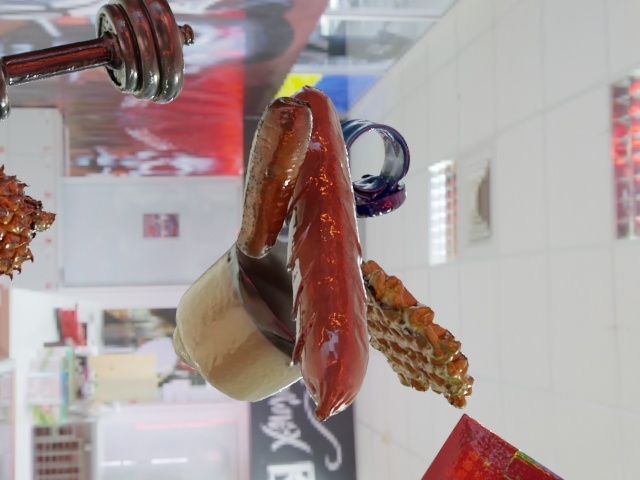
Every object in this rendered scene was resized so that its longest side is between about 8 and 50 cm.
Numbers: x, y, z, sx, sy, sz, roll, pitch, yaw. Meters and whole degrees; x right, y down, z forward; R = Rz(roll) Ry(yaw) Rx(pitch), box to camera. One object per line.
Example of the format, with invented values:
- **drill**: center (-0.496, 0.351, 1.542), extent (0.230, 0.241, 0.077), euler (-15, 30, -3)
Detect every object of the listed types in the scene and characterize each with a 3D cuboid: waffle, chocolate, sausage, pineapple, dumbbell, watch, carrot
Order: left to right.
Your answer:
- **pineapple**: center (-0.431, -0.025, 1.336), extent (0.161, 0.136, 0.176), euler (112, -34, -51)
- **dumbbell**: center (-0.361, -0.242, 1.323), extent (0.179, 0.406, 0.179), euler (44, -36, 46)
- **chocolate**: center (-0.129, 0.185, 1.992), extent (0.297, 0.326, 0.314), euler (-48, 166, 21)
- **carrot**: center (-0.052, -0.063, 1.027), extent (0.060, 0.060, 0.186), euler (-108, -149, -61)
- **sausage**: center (0.002, 0.000, 1.077), extent (0.088, 0.088, 0.433), euler (103, -14, -55)
- **watch**: center (0.088, -0.155, 2.085), extent (0.171, 0.196, 0.200), euler (19, -53, 52)
- **waffle**: center (0.125, 0.142, 1.481), extent (0.281, 0.058, 0.301), euler (49, -14, 7)

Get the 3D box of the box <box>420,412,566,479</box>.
- **box**: center (0.177, 0.254, 0.900), extent (0.112, 0.175, 0.048), euler (-57, 159, -5)
